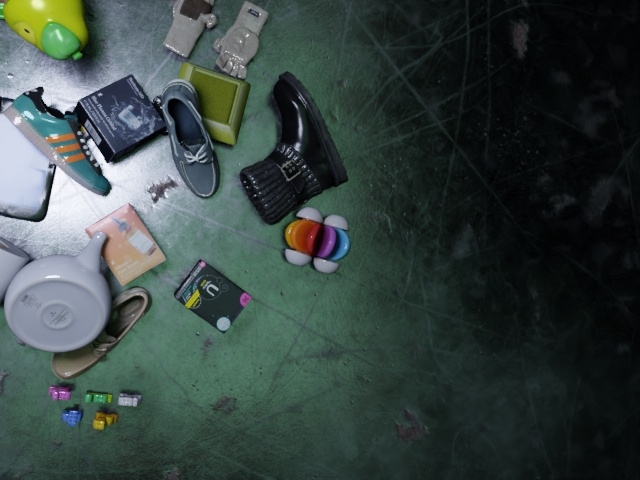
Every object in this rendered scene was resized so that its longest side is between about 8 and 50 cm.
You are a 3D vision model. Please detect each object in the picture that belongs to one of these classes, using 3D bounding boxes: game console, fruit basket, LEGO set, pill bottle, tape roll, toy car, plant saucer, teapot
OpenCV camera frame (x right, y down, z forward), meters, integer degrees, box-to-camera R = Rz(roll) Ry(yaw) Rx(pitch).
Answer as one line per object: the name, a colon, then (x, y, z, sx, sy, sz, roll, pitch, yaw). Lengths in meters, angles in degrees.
game console: (-0.776, -0.209, 1.661, 0.173, 0.250, 0.293, 9, 88, 14)
fruit basket: (-0.671, -0.575, 1.573, 0.283, 0.392, 0.392, 0, 90, -16)
LEGO set: (-0.568, 0.426, 1.743, 0.227, 0.093, 0.087, 8, 89, -13)
pill bottle: (-0.607, -0.296, 1.756, 0.043, 0.043, 0.083, -37, 98, -10)
tape roll: (-0.827, 0.052, 1.608, 0.246, 0.246, 0.169, 32, 84, -11)
toy car: (0.000, 0.000, 1.845, 0.182, 0.136, 0.159, 16, 86, -12)
plant saucer: (-0.284, -0.363, 1.800, 0.188, 0.045, 0.188, 16, 71, -14)
teapot: (-0.619, 0.131, 1.658, 0.256, 0.187, 0.252, -9, 121, -10)

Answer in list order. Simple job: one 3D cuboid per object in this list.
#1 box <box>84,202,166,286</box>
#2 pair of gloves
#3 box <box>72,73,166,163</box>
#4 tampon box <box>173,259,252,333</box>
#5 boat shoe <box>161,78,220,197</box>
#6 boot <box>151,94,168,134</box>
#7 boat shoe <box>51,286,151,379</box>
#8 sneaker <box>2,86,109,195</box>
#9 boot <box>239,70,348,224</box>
box: (-0.489, 0.010, 1.760, 0.130, 0.091, 0.170, -34, 98, -10)
pair of gloves: (-0.275, -0.553, 1.831, 0.240, 0.042, 0.204, 18, 83, -14)
box: (-0.499, -0.303, 1.735, 0.158, 0.093, 0.156, -37, 98, -29)
tampon box: (-0.279, 0.143, 1.802, 0.161, 0.101, 0.120, 37, 83, -10)
boat shoe: (-0.326, -0.236, 1.738, 0.116, 0.099, 0.319, -10, 120, 1)
boot: (-0.373, -0.333, 1.811, 0.121, 0.045, 0.099, -15, 88, -14)
boat shoe: (-0.549, 0.232, 1.744, 0.302, 0.098, 0.109, -41, 98, -9)
sneaker: (-0.610, -0.239, 1.693, 0.121, 0.108, 0.302, -46, 120, -6)
boot: (-0.106, -0.241, 1.824, 0.260, 0.131, 0.348, -27, 95, -10)
